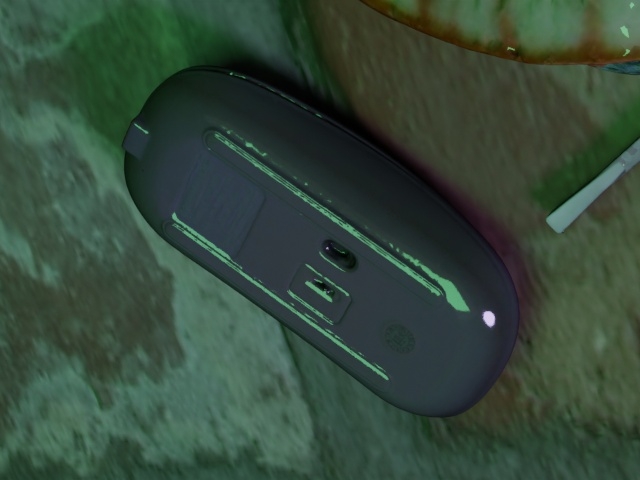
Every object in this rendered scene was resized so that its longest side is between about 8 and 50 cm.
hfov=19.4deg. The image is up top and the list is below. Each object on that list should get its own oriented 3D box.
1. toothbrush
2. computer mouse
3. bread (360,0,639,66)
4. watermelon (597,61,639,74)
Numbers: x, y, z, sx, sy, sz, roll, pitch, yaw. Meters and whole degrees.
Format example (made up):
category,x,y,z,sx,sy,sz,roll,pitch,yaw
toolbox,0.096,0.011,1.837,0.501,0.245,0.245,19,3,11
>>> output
category,x,y,z,sx,sy,sz,roll,pitch,yaw
toothbrush,0.167,-0.063,0.859,0.017,0.014,0.194,45,131,4
computer mouse,0.001,0.000,0.975,0.232,0.057,0.120,35,129,10
bread,0.081,-0.243,0.718,0.295,0.114,0.327,27,118,31
watermelon,0.129,-0.111,0.846,0.085,0.085,0.061,32,88,15
